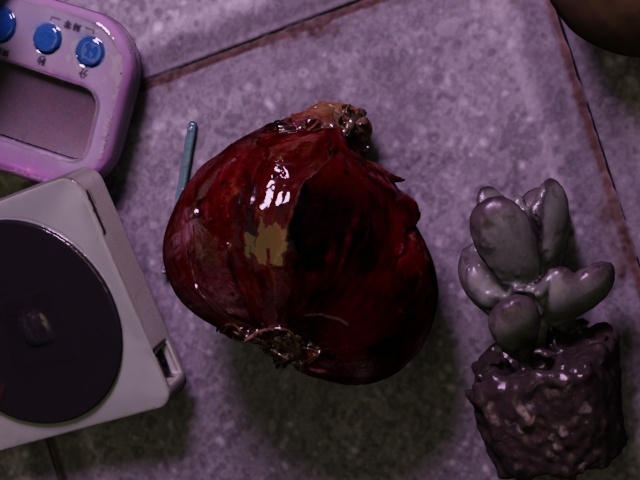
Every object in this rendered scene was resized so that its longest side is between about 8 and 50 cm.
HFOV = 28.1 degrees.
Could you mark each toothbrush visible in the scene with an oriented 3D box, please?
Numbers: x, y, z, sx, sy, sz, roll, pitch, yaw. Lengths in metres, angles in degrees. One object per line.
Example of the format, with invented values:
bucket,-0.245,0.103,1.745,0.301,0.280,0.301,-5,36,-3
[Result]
toothbrush,-0.150,-0.044,1.351,0.011,0.014,0.167,15,99,23

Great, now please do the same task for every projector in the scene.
projector,-0.297,0.077,1.359,0.259,0.079,0.257,-17,100,23

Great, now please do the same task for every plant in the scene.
plant,0.204,0.081,1.194,0.149,0.146,0.274,-8,93,19

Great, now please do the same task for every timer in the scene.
timer,-0.294,-0.160,1.352,0.209,0.069,0.190,19,100,12

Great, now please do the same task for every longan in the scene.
longan,0.298,-0.249,1.132,0.204,0.159,0.185,31,98,-3

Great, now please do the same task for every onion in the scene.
onion,-0.007,0.017,1.219,0.281,0.281,0.221,51,149,6
